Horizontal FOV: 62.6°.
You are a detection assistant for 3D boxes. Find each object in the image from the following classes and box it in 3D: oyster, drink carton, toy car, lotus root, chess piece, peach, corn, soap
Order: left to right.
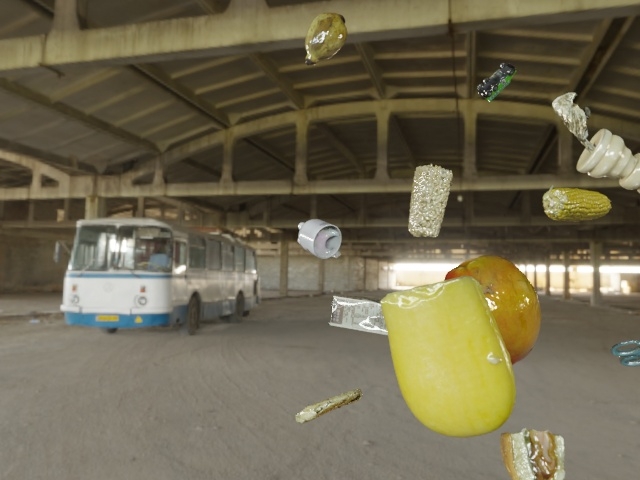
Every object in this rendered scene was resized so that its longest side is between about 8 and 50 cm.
[{"bbox_3d":[0.014,-0.712,1.865,0.138,0.214,0.138,25,-10,5],"label":"lotus root"},{"bbox_3d":[0.220,0.307,2.162,0.325,0.132,0.194,7,-2,22],"label":"drink carton"},{"bbox_3d":[0.341,0.313,1.396,0.306,0.427,0.115,-15,1,19],"label":"soap"},{"bbox_3d":[0.548,0.229,1.689,0.290,0.372,0.372,-23,-7,7],"label":"peach"},{"bbox_3d":[0.721,-0.644,2.144,0.062,0.165,0.071,32,19,-44],"label":"toy car"},{"bbox_3d":[0.585,-0.267,1.210,0.061,0.106,0.200,-14,21,20],"label":"oyster"},{"bbox_3d":[0.714,-0.099,1.458,0.260,0.091,0.091,-2,21,-34],"label":"corn"},{"bbox_3d":[1.072,-0.250,1.824,0.300,0.167,0.167,29,0,8],"label":"chess piece"}]

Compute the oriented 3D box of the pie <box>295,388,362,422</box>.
[{"bbox_3d":[0.031,0.612,1.959,0.274,0.055,0.274,-21,-18,-7],"label":"pie"}]

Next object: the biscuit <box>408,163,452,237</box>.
[{"bbox_3d":[0.246,-0.090,1.207,0.070,0.168,0.082,4,16,-18],"label":"biscuit"}]

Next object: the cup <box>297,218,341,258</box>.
[{"bbox_3d":[0.001,-0.012,2.022,0.174,0.134,0.142,8,11,-39],"label":"cup"}]

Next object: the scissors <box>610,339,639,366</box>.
[{"bbox_3d":[0.959,0.289,1.436,0.289,0.041,0.138,-23,-50,37],"label":"scissors"}]

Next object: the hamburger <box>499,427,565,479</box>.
[{"bbox_3d":[0.508,0.550,1.324,0.136,0.155,0.207,10,-16,1],"label":"hamburger"}]
